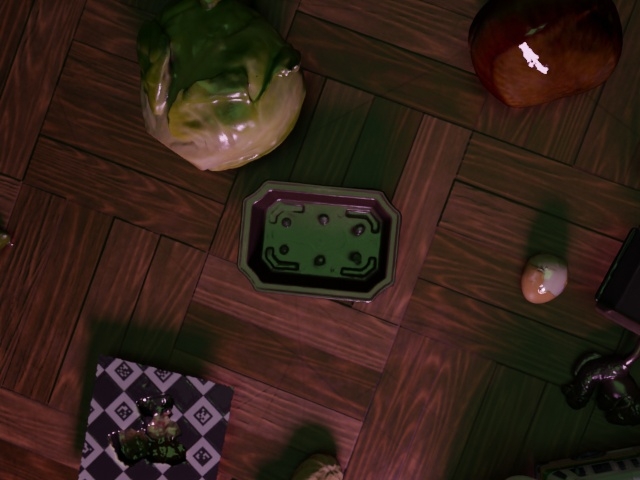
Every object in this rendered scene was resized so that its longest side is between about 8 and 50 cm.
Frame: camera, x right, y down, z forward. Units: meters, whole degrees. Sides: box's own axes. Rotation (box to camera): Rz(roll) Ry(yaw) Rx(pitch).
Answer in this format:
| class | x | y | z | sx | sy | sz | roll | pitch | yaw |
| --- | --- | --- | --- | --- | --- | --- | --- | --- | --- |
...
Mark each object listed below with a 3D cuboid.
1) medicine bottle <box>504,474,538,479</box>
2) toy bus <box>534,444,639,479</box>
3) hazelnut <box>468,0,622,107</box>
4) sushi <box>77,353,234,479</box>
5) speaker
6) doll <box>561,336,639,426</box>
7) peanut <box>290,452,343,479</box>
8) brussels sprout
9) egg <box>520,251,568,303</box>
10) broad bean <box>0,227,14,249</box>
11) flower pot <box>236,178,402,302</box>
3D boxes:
| class | x | y | z | sx | sy | sz | roll | pitch | yaw |
| --- | --- | --- | --- | --- | --- | --- | --- | --- | --- |
| medicine bottle | 0.259 | 0.490 | 1.738 | 0.161 | 0.111 | 0.296 | 36 | 126 | 23 |
| toy bus | 0.474 | 0.385 | 1.750 | 0.276 | 0.165 | 0.133 | -12 | 89 | 5 |
| hazelnut | 0.339 | -0.313 | 1.737 | 0.229 | 0.229 | 0.229 | 0 | 92 | 6 |
| sushi | -0.263 | 0.311 | 1.881 | 0.231 | 0.047 | 0.219 | 13 | 97 | 9 |
| speaker | 0.541 | 0.094 | 1.682 | 0.192 | 0.231 | 0.153 | 33 | 96 | 43 |
| doll | 0.465 | 0.230 | 1.803 | 0.165 | 0.057 | 0.139 | -30 | 90 | 14 |
| peanut | -0.037 | 0.419 | 1.842 | 0.082 | 0.082 | 0.187 | 43 | 94 | 3 |
| brussels sprout | -0.153 | -0.250 | 1.769 | 0.259 | 0.227 | 0.294 | 33 | 102 | 18 |
| egg | 0.348 | 0.060 | 1.801 | 0.071 | 0.071 | 0.083 | 23 | 97 | 5 |
| broad bean | -0.633 | 0.016 | 1.909 | 0.256 | 0.052 | 0.053 | -8 | 49 | 8 |
| flower pot | 0.000 | 0.000 | 1.827 | 0.251 | 0.084 | 0.179 | 6 | 91 | 4 |
